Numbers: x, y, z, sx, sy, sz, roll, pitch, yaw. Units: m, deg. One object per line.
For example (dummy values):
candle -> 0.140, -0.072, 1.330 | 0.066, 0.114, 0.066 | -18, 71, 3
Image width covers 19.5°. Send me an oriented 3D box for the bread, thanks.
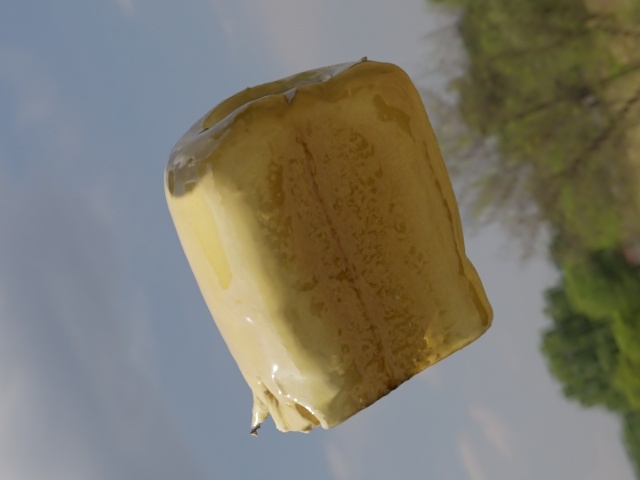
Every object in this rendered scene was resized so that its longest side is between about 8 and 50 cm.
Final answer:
bread -> 0.000, -0.001, 0.889 | 0.085, 0.134, 0.173 | 26, 140, 59
